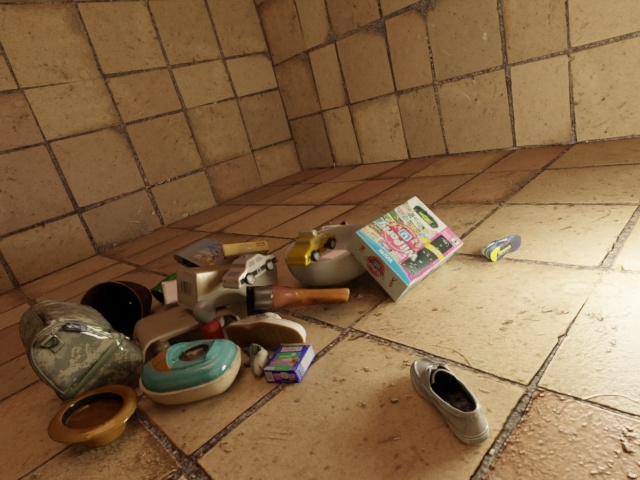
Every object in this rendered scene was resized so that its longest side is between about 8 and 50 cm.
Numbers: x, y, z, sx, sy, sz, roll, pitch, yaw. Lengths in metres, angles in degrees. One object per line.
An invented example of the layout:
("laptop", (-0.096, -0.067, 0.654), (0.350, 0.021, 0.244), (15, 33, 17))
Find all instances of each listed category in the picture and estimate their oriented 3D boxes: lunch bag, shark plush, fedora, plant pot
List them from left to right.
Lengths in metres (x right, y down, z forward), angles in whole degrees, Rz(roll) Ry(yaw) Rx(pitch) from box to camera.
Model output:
("lunch bag", (-0.674, 0.290, 1.105), (0.305, 0.256, 0.212), (8, 53, 48))
("fedora", (-0.520, 0.422, 0.949), (0.194, 0.079, 0.194), (-6, 19, 2))
("plant pot", (-0.719, 0.237, 1.497), (0.215, 0.215, 0.230), (-16, 5, -1))
("shark plush", (-0.183, 0.303, 1.070), (0.161, 0.073, 0.067), (16, 66, 50))

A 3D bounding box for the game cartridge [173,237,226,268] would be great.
("game cartridge", (-0.459, 0.082, 1.763), (0.297, 0.062, 0.198), (21, 38, 23))

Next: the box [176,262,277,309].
("box", (-0.309, 0.144, 1.375), (0.148, 0.121, 0.311), (3, 6, 45))

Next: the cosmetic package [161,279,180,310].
("cosmetic package", (-0.443, 0.183, 1.475), (0.239, 0.060, 0.099), (-9, 53, -22))

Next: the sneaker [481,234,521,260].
("sneaker", (0.574, 0.016, 1.288), (0.144, 0.053, 0.059), (-21, 17, -20))

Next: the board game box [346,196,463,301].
("board game box", (0.267, 0.017, 1.265), (0.303, 0.224, 0.097), (-30, -21, -34))

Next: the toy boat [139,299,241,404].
("toy boat", (-0.333, 0.288, 1.078), (0.267, 0.148, 0.318), (-14, 19, 7))

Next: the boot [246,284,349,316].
("boot", (-0.080, 0.168, 1.237), (0.280, 0.096, 0.264), (-1, -17, -18))

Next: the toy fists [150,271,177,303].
("toy fists", (-0.540, 0.193, 1.614), (0.279, 0.096, 0.142), (1, 37, 38))

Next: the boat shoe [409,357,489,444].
("boat shoe", (0.235, 0.274, 0.766), (0.079, 0.081, 0.227), (-18, 19, -9))

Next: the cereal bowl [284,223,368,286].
("cereal bowl", (0.049, 0.066, 1.426), (0.339, 0.141, 0.339), (-14, 18, 4))

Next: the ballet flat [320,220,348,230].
("ballet flat", (0.000, 0.000, 1.713), (0.316, 0.106, 0.107), (-27, 21, -29))

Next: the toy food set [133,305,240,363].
("toy food set", (-0.431, 0.282, 1.303), (0.306, 0.092, 0.219), (-17, 15, -28))

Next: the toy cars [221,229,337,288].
("toy cars", (-0.129, 0.041, 1.286), (0.393, 0.087, 0.176), (-19, 17, -9))

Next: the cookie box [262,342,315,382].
("cookie box", (-0.076, 0.301, 1.003), (0.092, 0.040, 0.107), (-8, 19, 24))

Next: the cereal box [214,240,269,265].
("cereal box", (-0.312, 0.082, 1.552), (0.173, 0.047, 0.240), (-6, -27, -31))

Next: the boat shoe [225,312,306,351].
("boat shoe", (-0.143, 0.243, 1.136), (0.277, 0.098, 0.096), (-4, 22, 35))
